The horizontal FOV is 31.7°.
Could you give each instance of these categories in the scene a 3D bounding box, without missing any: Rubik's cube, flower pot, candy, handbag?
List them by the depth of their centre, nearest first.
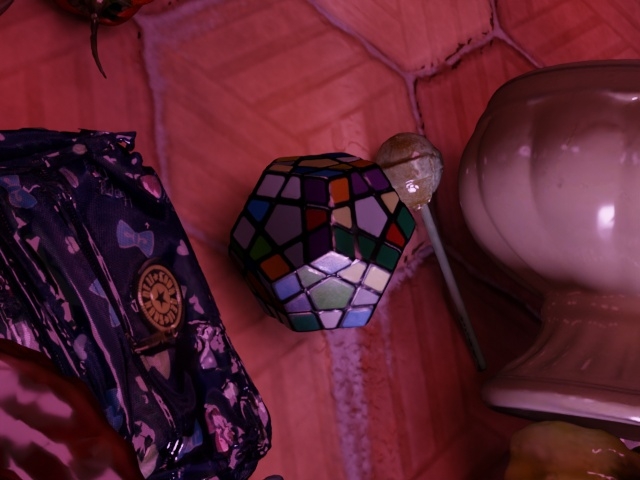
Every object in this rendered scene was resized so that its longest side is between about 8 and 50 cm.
[{"bbox_3d":[-0.131,0.054,0.639,0.162,0.113,0.260,-21,85,-51],"label":"handbag"},{"bbox_3d":[0.000,0.000,0.776,0.112,0.133,0.133,28,53,2],"label":"Rubik's cube"},{"bbox_3d":[0.242,0.027,0.853,0.307,0.307,0.244,20,76,-31],"label":"flower pot"},{"bbox_3d":[0.095,0.010,0.898,0.061,0.061,0.202,-26,97,-42],"label":"candy"}]

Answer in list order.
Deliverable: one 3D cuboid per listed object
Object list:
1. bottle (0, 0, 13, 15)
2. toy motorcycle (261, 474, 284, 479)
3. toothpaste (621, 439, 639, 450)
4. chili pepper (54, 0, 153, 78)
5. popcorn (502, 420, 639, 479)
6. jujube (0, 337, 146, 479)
[{"bbox_3d":[-0.190,-0.220,0.591,0.173,0.297,0.206,27,57,-29],"label":"bottle"},{"bbox_3d":[-0.038,0.241,0.601,0.260,0.154,0.206,-36,136,-57],"label":"toy motorcycle"},{"bbox_3d":[0.257,0.153,0.974,0.048,0.031,0.190,11,69,-38],"label":"toothpaste"},{"bbox_3d":[-0.144,-0.190,0.760,0.086,0.084,0.192,7,62,-19],"label":"chili pepper"},{"bbox_3d":[0.211,0.257,0.790,0.256,0.195,0.255,2,65,-18],"label":"popcorn"},{"bbox_3d":[-0.252,0.150,0.413,0.377,0.276,0.276,9,67,-37],"label":"jujube"}]
